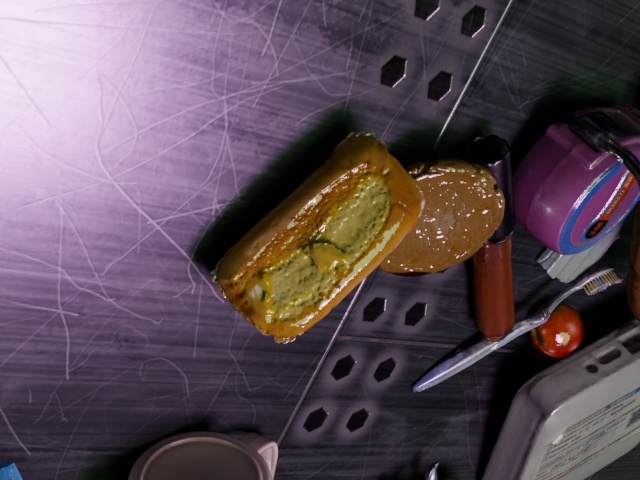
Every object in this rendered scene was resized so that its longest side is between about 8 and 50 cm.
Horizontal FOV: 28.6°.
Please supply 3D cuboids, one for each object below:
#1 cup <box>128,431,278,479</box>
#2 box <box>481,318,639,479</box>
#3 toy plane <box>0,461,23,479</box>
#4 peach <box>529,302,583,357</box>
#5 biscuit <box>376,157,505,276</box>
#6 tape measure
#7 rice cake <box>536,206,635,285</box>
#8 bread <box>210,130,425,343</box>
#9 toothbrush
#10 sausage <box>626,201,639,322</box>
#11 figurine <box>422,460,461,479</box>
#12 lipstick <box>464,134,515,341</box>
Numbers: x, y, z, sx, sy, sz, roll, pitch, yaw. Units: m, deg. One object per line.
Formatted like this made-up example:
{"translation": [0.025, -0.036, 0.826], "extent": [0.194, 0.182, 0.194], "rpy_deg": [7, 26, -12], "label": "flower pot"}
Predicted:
{"translation": [-0.146, 0.425, 1.799], "extent": [0.288, 0.208, 0.273], "rpy_deg": [-20, 131, -29], "label": "cup"}
{"translation": [0.494, 0.323, 2.342], "extent": [0.396, 0.111, 0.396], "rpy_deg": [-24, 145, -28], "label": "box"}
{"translation": [-0.412, 0.384, 1.602], "extent": [0.271, 0.105, 0.254], "rpy_deg": [12, 113, -48], "label": "toy plane"}
{"translation": [0.414, 0.155, 2.185], "extent": [0.100, 0.101, 0.101], "rpy_deg": [-24, 135, -27], "label": "peach"}
{"translation": [0.156, -0.034, 1.792], "extent": [0.226, 0.042, 0.226], "rpy_deg": [-11, 134, -11], "label": "biscuit"}
{"translation": [0.408, -0.098, 1.939], "extent": [0.245, 0.149, 0.231], "rpy_deg": [-1, 132, -51], "label": "tape measure"}
{"translation": [0.469, -0.032, 2.123], "extent": [0.127, 0.043, 0.237], "rpy_deg": [22, 106, -50], "label": "rice cake"}
{"translation": [0.000, 0.000, 1.642], "extent": [0.288, 0.152, 0.119], "rpy_deg": [-43, 179, -6], "label": "bread"}
{"translation": [0.331, 0.150, 2.119], "extent": [0.413, 0.042, 0.035], "rpy_deg": [-29, 147, -8], "label": "toothbrush"}
{"translation": [0.580, -0.077, 2.057], "extent": [0.136, 0.123, 0.501], "rpy_deg": [-57, 149, -64], "label": "sausage"}
{"translation": [0.183, 0.506, 2.206], "extent": [0.265, 0.197, 0.175], "rpy_deg": [-11, 164, -40], "label": "figurine"}
{"translation": [0.265, 0.011, 1.946], "extent": [0.077, 0.077, 0.418], "rpy_deg": [-31, 139, -20], "label": "lipstick"}
